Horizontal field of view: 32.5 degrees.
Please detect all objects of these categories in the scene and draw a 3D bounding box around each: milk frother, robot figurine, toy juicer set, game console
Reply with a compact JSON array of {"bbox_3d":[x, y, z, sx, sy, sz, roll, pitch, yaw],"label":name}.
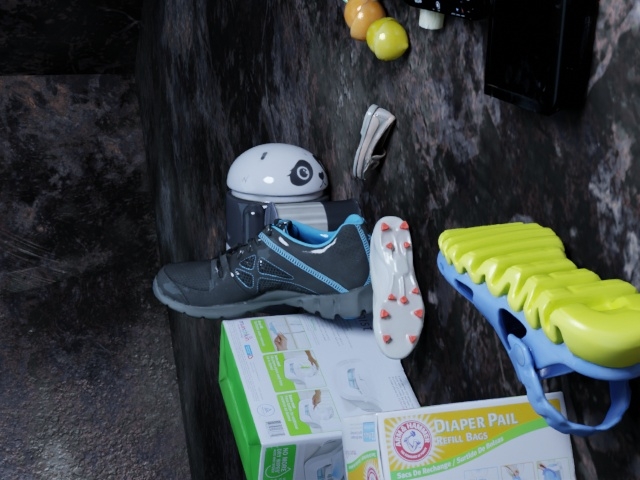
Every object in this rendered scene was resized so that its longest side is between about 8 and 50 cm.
[{"bbox_3d":[0.000,0.000,1.633,0.143,0.135,0.129,166,99,-73],"label":"milk frother"},{"bbox_3d":[-0.068,-0.020,1.801,0.209,0.174,0.278,-144,52,-65],"label":"robot figurine"},{"bbox_3d":[0.077,-0.333,1.382,0.329,0.090,0.209,-159,67,-71],"label":"toy juicer set"},{"bbox_3d":[0.163,-0.263,1.133,0.361,0.044,0.213,-142,50,-61],"label":"game console"}]

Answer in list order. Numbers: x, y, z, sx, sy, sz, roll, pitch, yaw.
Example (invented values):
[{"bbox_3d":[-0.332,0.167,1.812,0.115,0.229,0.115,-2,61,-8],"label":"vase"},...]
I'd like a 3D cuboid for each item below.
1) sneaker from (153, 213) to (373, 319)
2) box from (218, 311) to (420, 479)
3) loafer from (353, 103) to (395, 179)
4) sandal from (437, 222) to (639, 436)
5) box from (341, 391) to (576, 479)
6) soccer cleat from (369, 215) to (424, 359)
[{"bbox_3d":[-0.079,0.031,1.571,0.125,0.341,0.139,-63,-33,-65],"label":"sneaker"},{"bbox_3d":[-0.003,0.220,1.523,0.262,0.231,0.126,-117,28,-52],"label":"box"},{"bbox_3d":[0.074,-0.130,1.524,0.045,0.039,0.125,-53,-19,-43],"label":"loafer"},{"bbox_3d":[0.197,0.075,1.025,0.317,0.126,0.138,-127,33,-64],"label":"sandal"},{"bbox_3d":[0.136,0.215,1.102,0.114,0.203,0.103,146,119,-71],"label":"box"},{"bbox_3d":[0.097,0.065,1.454,0.076,0.068,0.196,118,152,-69],"label":"soccer cleat"}]
